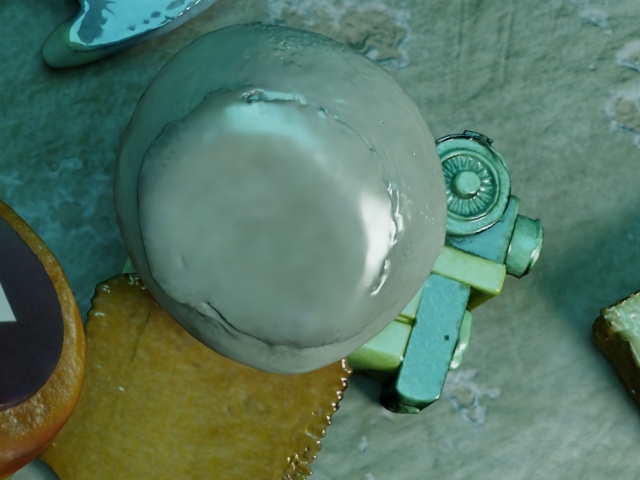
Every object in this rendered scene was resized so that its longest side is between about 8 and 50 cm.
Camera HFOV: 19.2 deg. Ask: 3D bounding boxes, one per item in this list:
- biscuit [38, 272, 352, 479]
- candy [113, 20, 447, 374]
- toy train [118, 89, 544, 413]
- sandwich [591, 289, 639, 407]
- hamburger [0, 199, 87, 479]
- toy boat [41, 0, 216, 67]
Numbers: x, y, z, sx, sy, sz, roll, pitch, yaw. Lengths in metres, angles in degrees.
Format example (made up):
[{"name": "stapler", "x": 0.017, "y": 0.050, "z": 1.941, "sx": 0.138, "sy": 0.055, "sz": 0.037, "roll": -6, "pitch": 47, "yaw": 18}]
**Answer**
[{"name": "biscuit", "x": -0.115, "y": 0.162, "z": 1.660, "sx": 0.237, "sy": 0.013, "sz": 0.232, "roll": 20, "pitch": 103, "yaw": -4}, {"name": "candy", "x": -0.034, "y": -0.039, "z": 1.567, "sx": 0.295, "sy": 0.185, "sz": 0.295, "roll": -2, "pitch": 104, "yaw": -9}, {"name": "toy train", "x": 0.000, "y": 0.000, "z": 1.732, "sx": 0.397, "sy": 0.160, "sz": 0.253, "roll": 19, "pitch": 76, "yaw": -5}, {"name": "sandwich", "x": 0.413, "y": 0.102, "z": 1.817, "sx": 0.251, "sy": 0.087, "sz": 0.226, "roll": -32, "pitch": 79, "yaw": -17}, {"name": "hamburger", "x": -0.371, "y": 0.106, "z": 1.521, "sx": 0.330, "sy": 0.250, "sz": 0.330, "roll": 28, "pitch": 38, "yaw": -24}, {"name": "toy boat", "x": -0.173, "y": -0.311, "z": 1.826, "sx": 0.330, "sy": 0.123, "sz": 0.215, "roll": -41, "pitch": 99, "yaw": -13}]
